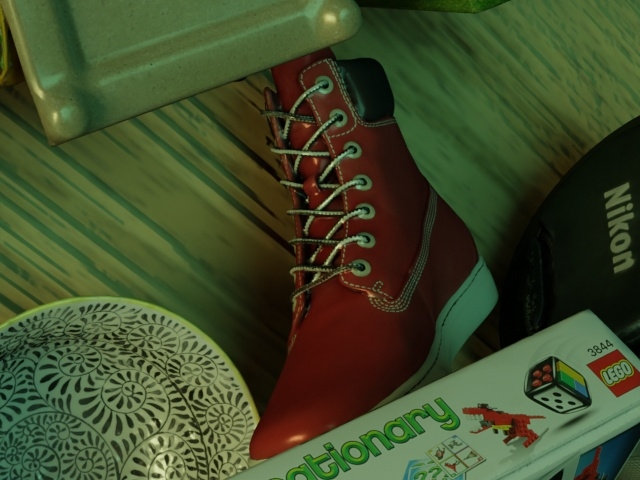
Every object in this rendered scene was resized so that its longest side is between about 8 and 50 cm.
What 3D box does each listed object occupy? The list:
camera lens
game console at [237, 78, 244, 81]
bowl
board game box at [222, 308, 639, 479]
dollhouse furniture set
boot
[{"bbox_3d":[0.255,0.065,0.705,0.274,0.219,0.219,36,71,-25],"label":"camera lens"},{"bbox_3d":[-0.094,-0.139,0.624,0.107,0.071,0.122,-8,94,-61],"label":"game console"},{"bbox_3d":[-0.116,0.110,0.565,0.170,0.080,0.170,1,87,-31],"label":"bowl"},{"bbox_3d":[0.016,0.174,0.544,0.193,0.305,0.053,-20,54,-30],"label":"board game box"},{"bbox_3d":[-0.039,-0.182,0.558,0.301,0.151,0.198,-24,114,-26],"label":"dollhouse furniture set"},{"bbox_3d":[0.000,0.000,0.590,0.176,0.088,0.244,63,26,-12],"label":"boot"}]
